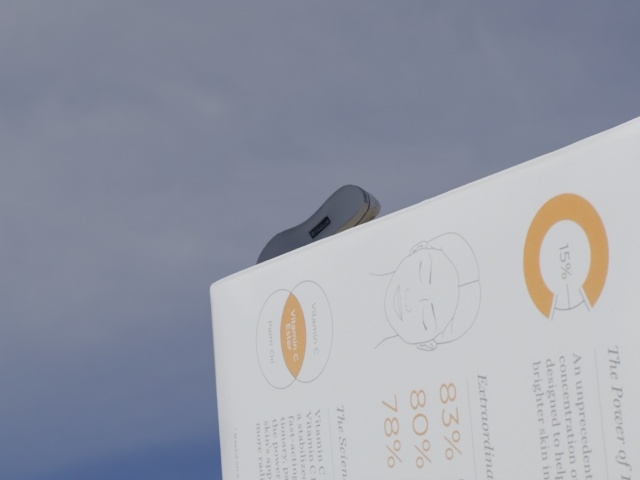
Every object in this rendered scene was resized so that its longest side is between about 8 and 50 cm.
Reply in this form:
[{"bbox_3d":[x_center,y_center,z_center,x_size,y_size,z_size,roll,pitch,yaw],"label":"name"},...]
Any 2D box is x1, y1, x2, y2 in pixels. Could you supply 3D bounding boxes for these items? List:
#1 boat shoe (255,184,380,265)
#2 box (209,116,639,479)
[{"bbox_3d":[0.000,0.000,1.157,0.100,0.035,0.035,-41,-34,19],"label":"boat shoe"},{"bbox_3d":[0.106,0.093,0.765,0.168,0.215,0.345,2,-12,-31],"label":"box"}]
